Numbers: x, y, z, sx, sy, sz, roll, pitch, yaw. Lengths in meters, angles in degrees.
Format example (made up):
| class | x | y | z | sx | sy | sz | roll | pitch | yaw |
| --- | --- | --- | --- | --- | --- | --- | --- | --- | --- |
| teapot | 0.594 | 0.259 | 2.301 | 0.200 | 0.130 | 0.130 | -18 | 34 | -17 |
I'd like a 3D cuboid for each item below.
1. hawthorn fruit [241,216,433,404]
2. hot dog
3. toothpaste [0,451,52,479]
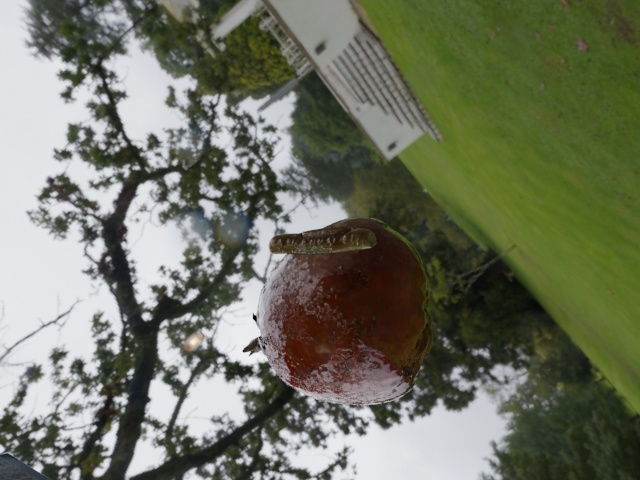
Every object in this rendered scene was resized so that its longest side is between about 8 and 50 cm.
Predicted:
| class | x | y | z | sx | sy | sz | roll | pitch | yaw |
| --- | --- | --- | --- | --- | --- | --- | --- | --- | --- |
| hawthorn fruit | 0.015 | 0.116 | 0.827 | 0.276 | 0.308 | 0.275 | -19 | -90 | -77 |
| hot dog | 0.000 | -0.001 | 0.662 | 0.044 | 0.137 | 0.028 | -27 | -71 | -56 |
| toothpaste | -0.106 | 0.178 | 0.263 | 0.272 | 0.066 | 0.053 | 8 | -178 | 34 |
